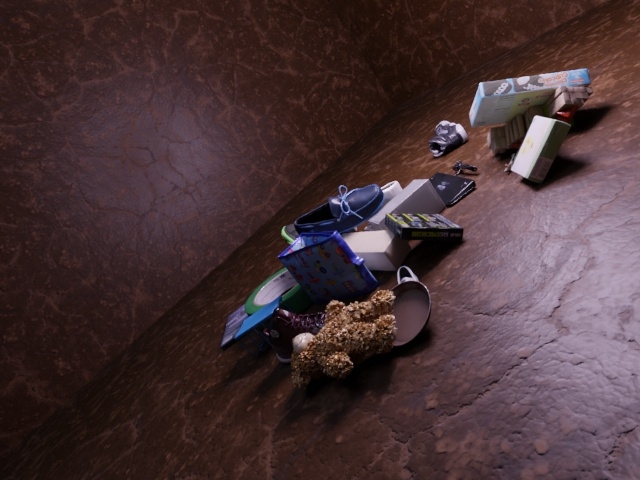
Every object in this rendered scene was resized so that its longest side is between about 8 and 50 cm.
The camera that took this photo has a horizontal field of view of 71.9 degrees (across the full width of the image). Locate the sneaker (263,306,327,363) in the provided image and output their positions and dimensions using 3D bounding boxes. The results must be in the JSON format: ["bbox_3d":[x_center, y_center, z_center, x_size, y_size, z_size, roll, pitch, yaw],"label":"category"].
[{"bbox_3d":[-0.050,0.238,1.262,0.281,0.163,0.106,-32,17,19],"label":"sneaker"}]

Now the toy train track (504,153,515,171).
[{"bbox_3d":[0.613,-0.255,1.436,0.083,0.014,0.048,-55,-11,-25],"label":"toy train track"}]

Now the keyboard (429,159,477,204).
[{"bbox_3d":[0.483,-0.216,1.628,0.201,0.033,0.317,-43,17,3],"label":"keyboard"}]

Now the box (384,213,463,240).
[{"bbox_3d":[0.304,-0.043,1.326,0.184,0.045,0.191,-2,16,-7],"label":"box"}]

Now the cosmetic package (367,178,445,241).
[{"bbox_3d":[0.295,-0.092,1.514,0.238,0.127,0.107,-42,16,-7],"label":"cosmetic package"}]

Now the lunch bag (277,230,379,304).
[{"bbox_3d":[0.035,0.082,1.407,0.138,0.221,0.293,-46,18,-29],"label":"lunch bag"}]

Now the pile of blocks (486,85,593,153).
[{"bbox_3d":[0.718,-0.366,1.461,0.362,0.148,0.113,-29,59,57],"label":"pile of blocks"}]

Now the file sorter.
[{"bbox_3d":[-0.177,0.290,1.470,0.170,0.104,0.118,-35,11,18],"label":"file sorter"}]

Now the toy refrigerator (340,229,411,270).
[{"bbox_3d":[0.159,0.037,1.465,0.269,0.094,0.102,-4,41,52],"label":"toy refrigerator"}]

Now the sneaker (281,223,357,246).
[{"bbox_3d":[0.000,0.000,1.809,0.202,0.185,0.482,-44,28,-17],"label":"sneaker"}]

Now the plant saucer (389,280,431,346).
[{"bbox_3d":[0.203,0.177,1.058,0.168,0.029,0.169,-38,35,33],"label":"plant saucer"}]

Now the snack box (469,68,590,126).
[{"bbox_3d":[0.671,-0.460,1.443,0.321,0.060,0.187,-5,-16,7],"label":"snack box"}]

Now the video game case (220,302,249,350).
[{"bbox_3d":[-0.317,0.327,1.833,0.196,0.026,0.274,-36,15,5],"label":"video game case"}]

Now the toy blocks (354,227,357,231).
[{"bbox_3d":[0.094,-0.042,1.926,0.123,0.054,0.148,-37,16,3],"label":"toy blocks"}]

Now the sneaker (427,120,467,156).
[{"bbox_3d":[0.555,-0.469,2.036,0.153,0.101,0.268,-34,19,2],"label":"sneaker"}]

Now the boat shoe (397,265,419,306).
[{"bbox_3d":[0.234,0.124,1.158,0.066,0.063,0.184,-31,17,22],"label":"boat shoe"}]

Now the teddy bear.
[{"bbox_3d":[0.048,0.235,1.083,0.337,0.113,0.245,-23,39,40],"label":"teddy bear"}]

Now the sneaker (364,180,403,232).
[{"bbox_3d":[0.204,-0.091,1.625,0.292,0.169,0.108,-43,19,-11],"label":"sneaker"}]

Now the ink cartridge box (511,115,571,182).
[{"bbox_3d":[0.625,-0.281,1.310,0.235,0.056,0.171,-92,19,-69],"label":"ink cartridge box"}]

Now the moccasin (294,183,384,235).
[{"bbox_3d":[0.061,-0.096,1.548,0.341,0.117,0.138,-32,41,13],"label":"moccasin"}]

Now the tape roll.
[{"bbox_3d":[-0.134,0.198,1.668,0.321,0.077,0.321,-29,18,10],"label":"tape roll"}]
